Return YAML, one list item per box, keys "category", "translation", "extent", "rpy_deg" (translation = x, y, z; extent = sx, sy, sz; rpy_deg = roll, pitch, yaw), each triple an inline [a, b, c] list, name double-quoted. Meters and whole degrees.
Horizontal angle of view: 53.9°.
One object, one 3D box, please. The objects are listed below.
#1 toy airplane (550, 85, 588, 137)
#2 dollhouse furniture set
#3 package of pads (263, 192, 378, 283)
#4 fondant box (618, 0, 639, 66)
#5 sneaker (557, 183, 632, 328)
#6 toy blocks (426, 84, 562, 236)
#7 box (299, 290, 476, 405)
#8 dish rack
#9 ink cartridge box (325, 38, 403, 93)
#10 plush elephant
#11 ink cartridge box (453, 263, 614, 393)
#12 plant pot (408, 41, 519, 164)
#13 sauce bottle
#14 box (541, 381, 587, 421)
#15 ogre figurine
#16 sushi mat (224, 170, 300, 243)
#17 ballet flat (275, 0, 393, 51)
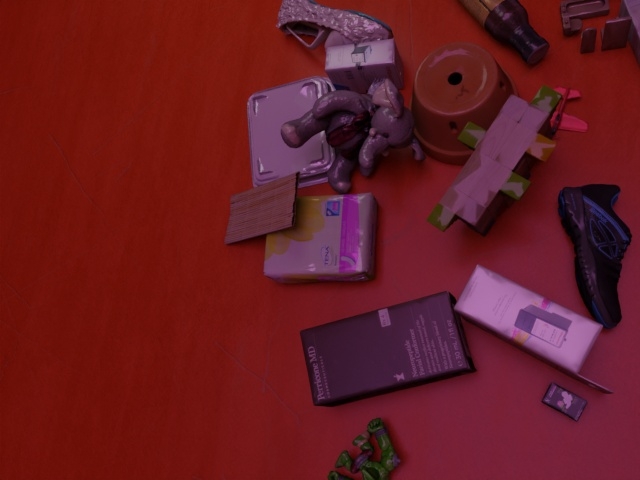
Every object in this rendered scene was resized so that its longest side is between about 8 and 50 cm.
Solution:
- category: "toy airplane"
  translation: [0.608, -0.327, 1.584]
  extent: [0.151, 0.028, 0.151]
  rpy_deg: [-4, 75, 17]
- category: "dollhouse furniture set"
  translation: [0.683, -0.569, 1.573]
  extent: [0.144, 0.123, 0.151]
  rpy_deg: [-5, 74, 18]
- category: "package of pads"
  translation: [0.000, 0.000, 1.667]
  extent: [0.297, 0.101, 0.229]
  rpy_deg: [-2, 73, 20]
- category: "fondant box"
  translation: [0.887, -0.470, 1.490]
  extent: [0.238, 0.096, 0.330]
  rpy_deg: [-17, 71, 14]
- category: "sneaker"
  translation: [0.642, 0.026, 1.422]
  extent: [0.140, 0.125, 0.340]
  rpy_deg: [-10, 74, 12]
- category: "toy blocks"
  translation: [0.424, -0.159, 1.490]
  extent: [0.191, 0.261, 0.381]
  rpy_deg: [35, 96, 22]
- category: "box"
  translation: [0.158, 0.266, 1.517]
  extent: [0.381, 0.143, 0.191]
  rpy_deg: [-18, 70, 16]
- category: "dish rack"
  translation: [-0.085, -0.313, 1.803]
  extent: [0.286, 0.072, 0.332]
  rpy_deg: [-11, 73, 16]
- category: "ink cartridge box"
  translation: [0.124, -0.474, 1.734]
  extent: [0.191, 0.139, 0.082]
  rpy_deg: [-3, 72, 18]
- category: "plush elephant"
  translation: [0.125, -0.271, 1.588]
  extent: [0.330, 0.272, 0.255]
  rpy_deg: [-46, 37, -8]
- category: "ink cartridge box"
  translation: [0.487, 0.197, 1.381]
  extent: [0.353, 0.207, 0.119]
  rpy_deg: [28, 87, 23]
- category: "plant pot"
  translation: [0.353, -0.363, 1.589]
  extent: [0.291, 0.203, 0.291]
  rpy_deg: [-6, 72, 18]
- category: "sauce bottle"
  translation: [0.470, -0.605, 1.667]
  extent: [0.111, 0.111, 0.344]
  rpy_deg: [-34, 68, 8]
- category: "box"
  translation: [0.540, 0.357, 1.396]
  extent: [0.083, 0.062, 0.052]
  rpy_deg: [29, 88, 23]
- category: "ogre figurine"
  translation: [0.108, 0.530, 1.484]
  extent: [0.197, 0.097, 0.118]
  rpy_deg: [-41, 54, -8]
- category: "sushi mat"
  translation: [-0.164, -0.083, 1.707]
  extent: [0.316, 0.019, 0.151]
  rpy_deg: [-13, 68, 48]
- category: "ballet flat"
  translation: [0.028, -0.596, 1.808]
  extent: [0.409, 0.147, 0.147]
  rpy_deg: [33, 87, 34]
